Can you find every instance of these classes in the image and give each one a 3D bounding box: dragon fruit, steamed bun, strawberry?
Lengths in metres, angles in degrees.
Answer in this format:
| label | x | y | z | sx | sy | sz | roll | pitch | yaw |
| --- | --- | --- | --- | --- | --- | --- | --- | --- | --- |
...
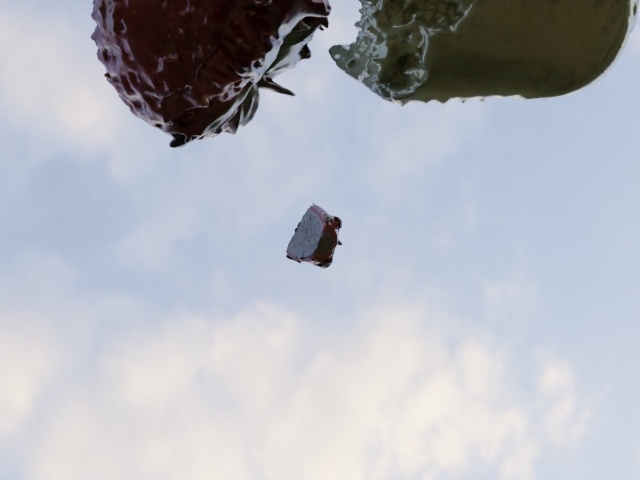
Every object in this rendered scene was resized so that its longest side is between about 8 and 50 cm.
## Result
| label | x | y | z | sx | sy | sz | roll | pitch | yaw |
| --- | --- | --- | --- | --- | --- | --- | --- | --- | --- |
| dragon fruit | 0.000 | 0.000 | 1.632 | 0.060 | 0.056 | 0.083 | 15 | -76 | -51 |
| steamed bun | 0.147 | -0.268 | 1.074 | 0.273 | 0.290 | 0.272 | 1 | -65 | 0 |
| strawberry | -0.126 | -0.244 | 1.245 | 0.257 | 0.261 | 0.261 | 42 | -92 | 4 |
